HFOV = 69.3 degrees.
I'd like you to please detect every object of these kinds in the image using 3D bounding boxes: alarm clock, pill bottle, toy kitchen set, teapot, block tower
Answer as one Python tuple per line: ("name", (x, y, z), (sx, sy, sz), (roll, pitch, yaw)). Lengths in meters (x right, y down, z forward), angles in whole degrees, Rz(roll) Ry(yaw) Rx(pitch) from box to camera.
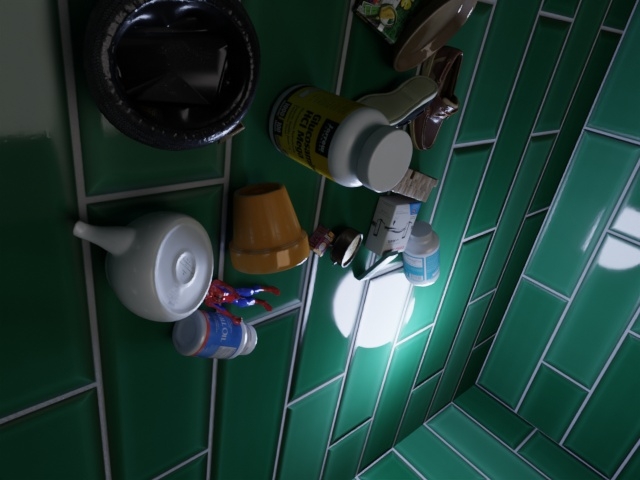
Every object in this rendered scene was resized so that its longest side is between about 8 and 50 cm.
("alarm clock", (0.091, 0.018, 1.545), (0.192, 0.064, 0.129), (-11, 128, -63))
("pill bottle", (-0.284, 0.263, 1.279), (0.222, 0.124, 0.124), (24, 97, -53))
("toy kitchen set", (-0.211, -0.270, 1.024), (0.075, 0.083, 0.068), (-38, 97, -22))
("pill bottle", (0.398, 0.048, 1.835), (0.146, 0.146, 0.264), (-37, 139, -23))
("teapot", (-0.365, 0.054, 1.004), (0.252, 0.187, 0.255), (-40, 130, -63))
("block tower", (0.270, -0.208, 1.560), (0.336, 0.091, 0.097), (6, 112, -48))
("pill bottle", (0.043, -0.241, 1.095), (0.188, 0.334, 0.187), (-27, 133, -33))

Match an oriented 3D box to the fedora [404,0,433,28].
("fedora", (0.294, -0.665, 1.266), (0.194, 0.079, 0.194), (-26, 133, -32))

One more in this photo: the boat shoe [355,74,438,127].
("boat shoe", (0.198, -0.369, 1.349), (0.340, 0.127, 0.113), (-37, 161, -26))

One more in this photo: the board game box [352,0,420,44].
("board game box", (0.204, -0.652, 1.175), (0.136, 0.030, 0.259), (29, 94, -27))

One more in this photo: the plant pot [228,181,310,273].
("plant pot", (-0.139, -0.042, 1.174), (0.205, 0.205, 0.187), (-23, 116, -35))

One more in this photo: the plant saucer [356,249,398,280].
("plant saucer", (0.208, 0.096, 1.694), (0.067, 0.018, 0.192), (-11, 156, -42))

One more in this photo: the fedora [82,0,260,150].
("fedora", (-0.275, -0.327, 0.840), (0.334, 0.153, 0.333), (-31, 137, -34))

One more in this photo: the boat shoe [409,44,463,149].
("boat shoe", (0.380, -0.442, 1.482), (0.123, 0.123, 0.341), (-18, 128, -38))

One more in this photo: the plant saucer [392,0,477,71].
("plant saucer", (0.304, -0.577, 1.268), (0.278, 0.041, 0.278), (-35, 174, -4))

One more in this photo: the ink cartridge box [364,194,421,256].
("ink cartridge box", (0.259, -0.055, 1.660), (0.148, 0.086, 0.203), (-10, 124, -42))

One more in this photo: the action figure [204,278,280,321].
("action figure", (-0.211, 0.172, 1.288), (0.280, 0.139, 0.091), (14, 104, -48))

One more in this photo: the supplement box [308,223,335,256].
("supplement box", (0.000, 0.000, 1.458), (0.083, 0.043, 0.055), (-54, 142, -3))
